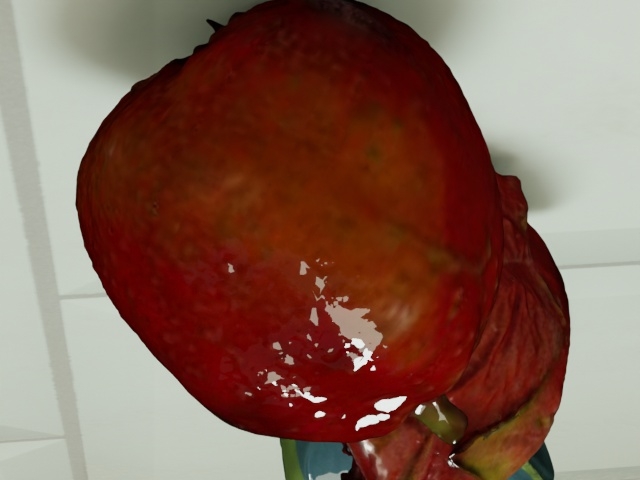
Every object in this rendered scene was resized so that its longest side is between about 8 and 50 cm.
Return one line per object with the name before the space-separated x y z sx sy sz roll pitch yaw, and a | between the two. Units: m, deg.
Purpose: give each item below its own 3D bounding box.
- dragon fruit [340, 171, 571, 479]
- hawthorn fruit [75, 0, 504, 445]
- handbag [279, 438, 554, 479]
dragon fruit | 0.027 0.057 1.235 0.240 0.302 0.330 -23 125 32
hawthorn fruit | 0.000 0.000 1.006 0.265 0.307 0.265 -36 -170 7
handbag | 0.090 0.177 1.590 0.241 0.222 0.263 -15 158 11
